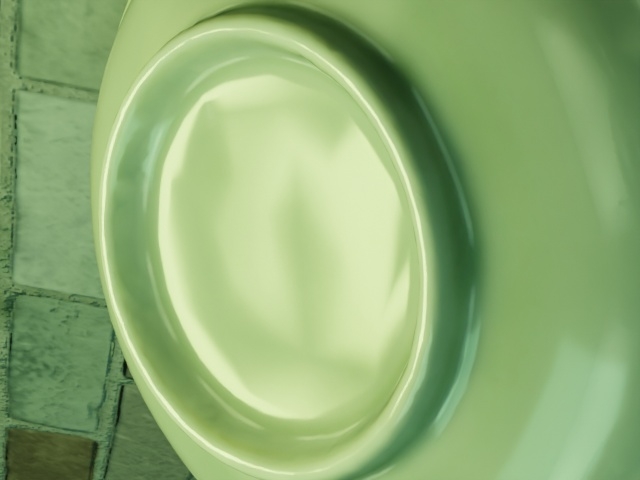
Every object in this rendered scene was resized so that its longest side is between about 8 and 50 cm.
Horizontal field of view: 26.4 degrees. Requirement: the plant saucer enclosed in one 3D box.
[{"bbox_3d":[0.000,0.000,0.637,0.101,0.400,0.400,-14,168,-46],"label":"plant saucer"}]
